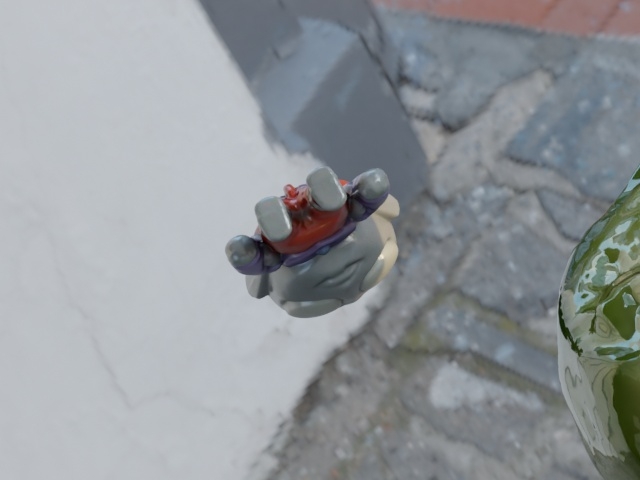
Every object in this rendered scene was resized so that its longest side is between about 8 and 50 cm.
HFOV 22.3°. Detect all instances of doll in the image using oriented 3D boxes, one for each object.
[{"bbox_3d":[0.000,0.000,0.929,0.102,0.227,0.075,-27,77,-1],"label":"doll"}]

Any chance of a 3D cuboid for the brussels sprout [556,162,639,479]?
[{"bbox_3d":[0.273,-0.005,0.686,0.371,0.315,0.276,-62,22,-9],"label":"brussels sprout"}]
